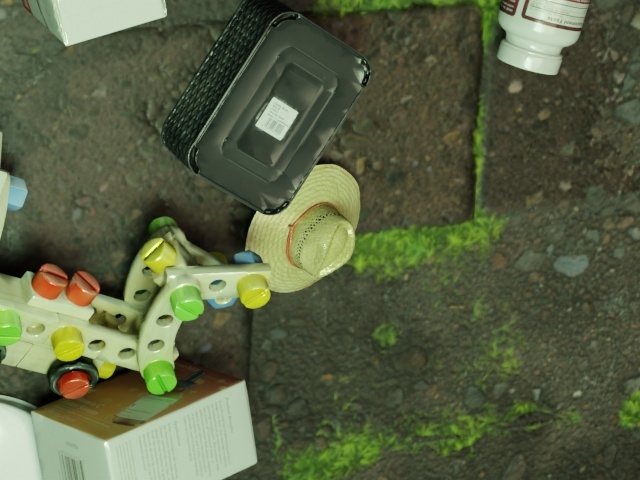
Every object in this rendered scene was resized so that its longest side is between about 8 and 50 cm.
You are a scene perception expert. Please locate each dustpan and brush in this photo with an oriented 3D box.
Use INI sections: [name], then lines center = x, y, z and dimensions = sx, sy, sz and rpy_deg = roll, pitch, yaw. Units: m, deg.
[dustpan and brush]
center = -0.268, 0.231, 1.918
dimensions = 0.211, 0.060, 0.147
rpy_deg = 9, 93, -20

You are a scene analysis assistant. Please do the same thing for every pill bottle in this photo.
[pill bottle]
center = 0.227, -0.247, 1.928
dimensions = 0.086, 0.086, 0.152
rpy_deg = 8, 107, -27

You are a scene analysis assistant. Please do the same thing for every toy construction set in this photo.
[toy construction set]
center = -0.229, 0.035, 1.797
dimensions = 0.328, 0.151, 0.215
rpy_deg = 28, 121, -22

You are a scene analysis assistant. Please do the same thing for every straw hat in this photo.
[straw hat]
center = 0.000, 0.000, 1.920
dimensions = 0.144, 0.061, 0.144
rpy_deg = -20, 127, -30

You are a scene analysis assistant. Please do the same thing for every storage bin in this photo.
[storage bin]
center = -0.053, -0.131, 1.850
dimensions = 0.122, 0.084, 0.180
rpy_deg = 30, 95, -31

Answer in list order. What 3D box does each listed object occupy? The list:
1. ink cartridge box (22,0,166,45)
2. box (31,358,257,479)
[ink cartridge box]
center = -0.206, -0.226, 1.713
dimensions = 0.099, 0.135, 0.056
rpy_deg = -19, 117, -16
[box]
center = -0.170, 0.190, 1.866
dimensions = 0.170, 0.130, 0.091
rpy_deg = -22, 112, -38
